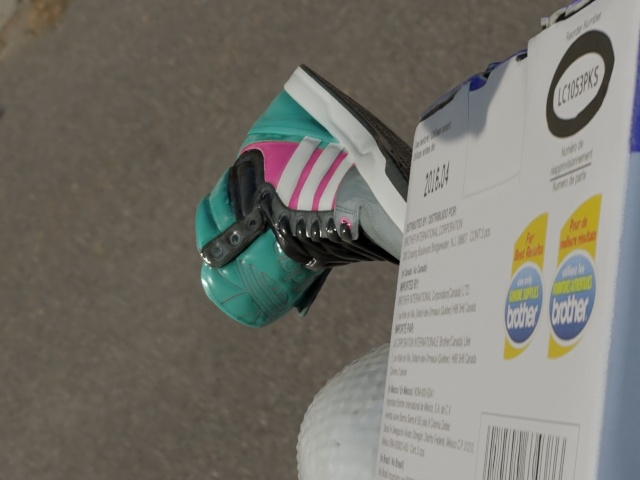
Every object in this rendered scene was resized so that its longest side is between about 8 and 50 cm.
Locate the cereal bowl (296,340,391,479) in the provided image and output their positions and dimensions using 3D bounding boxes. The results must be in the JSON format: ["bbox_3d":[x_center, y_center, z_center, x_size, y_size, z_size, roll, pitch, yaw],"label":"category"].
[{"bbox_3d":[0.076,0.251,1.126,0.141,0.339,0.339,-28,40,-5],"label":"cereal bowl"}]

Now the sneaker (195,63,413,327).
[{"bbox_3d":[0.000,0.000,1.116,0.178,0.124,0.295,-51,33,9],"label":"sneaker"}]

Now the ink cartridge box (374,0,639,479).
[{"bbox_3d":[0.109,0.079,0.480,0.270,0.151,0.395,154,121,-80],"label":"ink cartridge box"}]
